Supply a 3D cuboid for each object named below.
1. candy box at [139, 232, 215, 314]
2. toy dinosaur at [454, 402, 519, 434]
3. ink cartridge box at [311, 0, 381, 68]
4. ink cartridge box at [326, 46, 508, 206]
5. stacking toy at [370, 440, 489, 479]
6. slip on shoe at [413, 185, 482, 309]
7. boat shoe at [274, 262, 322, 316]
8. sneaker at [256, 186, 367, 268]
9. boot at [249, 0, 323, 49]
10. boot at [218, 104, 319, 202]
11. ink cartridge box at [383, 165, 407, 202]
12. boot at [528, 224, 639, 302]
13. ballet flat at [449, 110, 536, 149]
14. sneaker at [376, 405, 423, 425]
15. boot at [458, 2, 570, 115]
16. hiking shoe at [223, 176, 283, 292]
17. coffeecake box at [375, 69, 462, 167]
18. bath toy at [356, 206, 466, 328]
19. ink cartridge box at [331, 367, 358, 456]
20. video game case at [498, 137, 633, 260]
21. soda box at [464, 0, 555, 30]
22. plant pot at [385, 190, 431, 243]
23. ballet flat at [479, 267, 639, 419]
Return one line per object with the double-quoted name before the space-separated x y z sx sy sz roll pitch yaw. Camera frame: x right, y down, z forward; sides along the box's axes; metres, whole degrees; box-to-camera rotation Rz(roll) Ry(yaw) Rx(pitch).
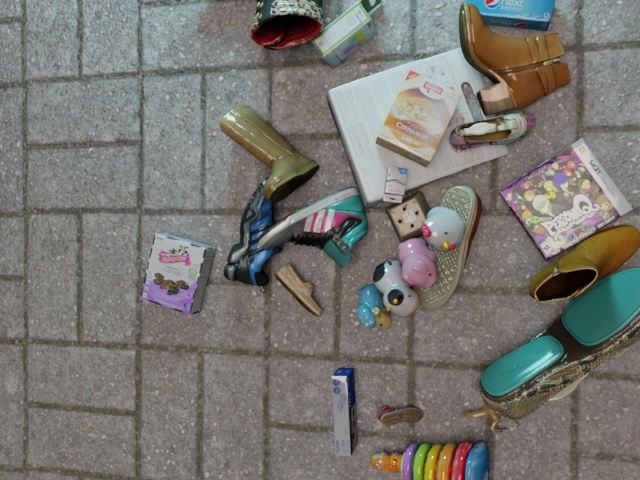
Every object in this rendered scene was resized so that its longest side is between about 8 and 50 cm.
"candy box" -0.405 0.091 1.684 0.164 0.070 0.196 15 95 13
"toy dinosaur" 0.438 0.438 1.498 0.183 0.053 0.093 -22 70 6
"ink cartridge box" 0.085 -0.544 1.531 0.209 0.109 0.062 -36 83 12
"ink cartridge box" 0.244 -0.294 1.528 0.385 0.091 0.308 -19 86 -3
"stacking toy" 0.266 0.576 1.501 0.301 0.175 0.166 1 91 28
"slip on shoe" 0.325 0.022 1.486 0.123 0.101 0.331 26 110 33
"boat shoe" -0.049 0.131 1.601 0.059 0.063 0.170 -43 91 -16
"sneaker" 0.000 0.000 1.534 0.295 0.124 0.178 -26 83 -9
"boot" -0.155 -0.636 1.534 0.377 0.138 0.284 -3 66 8
"boot" -0.162 -0.229 1.550 0.269 0.236 0.089 40 123 8
"ink cartridge box" 0.183 -0.137 1.457 0.048 0.028 0.083 7 87 1
"boot" 0.618 0.061 1.355 0.295 0.211 0.104 -32 84 12
"ballet flat" 0.425 -0.270 1.441 0.221 0.079 0.077 -12 87 0
"sneaker" 0.205 0.456 1.558 0.118 0.067 0.042 -2 88 -16
"boot" 0.464 -0.461 1.426 0.220 0.109 0.283 -20 96 8
"hiking shoe" -0.156 -0.020 1.615 0.132 0.113 0.304 20 101 -3
"coffeecake box" 0.239 -0.296 1.449 0.142 0.068 0.185 26 85 3
"bath toy" 0.217 0.070 1.434 0.151 0.129 0.348 50 125 22
"ink cartridge box" 0.064 0.447 1.559 0.046 0.097 0.207 -3 90 14
"video game case" 0.592 -0.098 1.446 0.232 0.042 0.210 -33 82 12
"soda box" 0.460 -0.571 1.458 0.210 0.067 0.071 12 93 13
"plant pot" 0.227 -0.058 1.510 0.109 0.096 0.109 -26 85 14
"ballet flat" 0.600 0.257 1.395 0.483 0.164 0.182 -41 120 12
